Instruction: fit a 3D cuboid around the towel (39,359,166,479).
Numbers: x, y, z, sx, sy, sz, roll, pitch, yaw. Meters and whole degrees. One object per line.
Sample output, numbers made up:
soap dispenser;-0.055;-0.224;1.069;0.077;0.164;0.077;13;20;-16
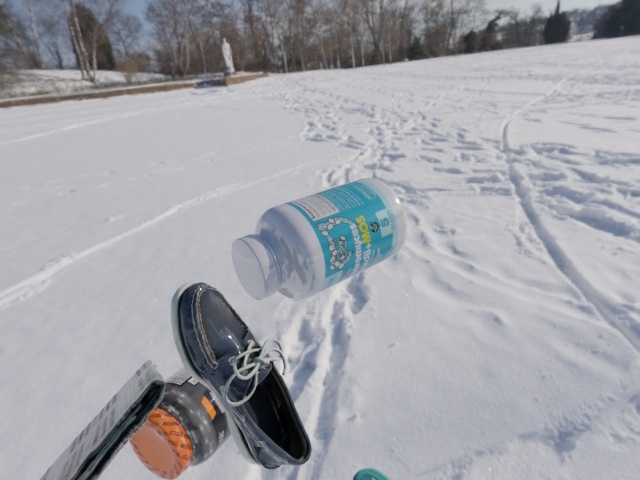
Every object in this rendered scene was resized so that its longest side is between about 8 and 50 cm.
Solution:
towel;-0.396;0.368;0.723;0.312;0.056;0.324;-51;13;-23

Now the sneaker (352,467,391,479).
sneaker;0.119;0.440;0.596;0.107;0.110;0.275;-14;17;-14

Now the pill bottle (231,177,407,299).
pill bottle;0.000;0.000;0.629;0.264;0.146;0.146;-23;25;-33

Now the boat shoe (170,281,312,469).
boat shoe;-0.086;0.159;0.465;0.079;0.255;0.095;-13;13;33

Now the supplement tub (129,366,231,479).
supplement tub;-0.283;0.399;1.004;0.207;0.207;0.338;3;18;27
